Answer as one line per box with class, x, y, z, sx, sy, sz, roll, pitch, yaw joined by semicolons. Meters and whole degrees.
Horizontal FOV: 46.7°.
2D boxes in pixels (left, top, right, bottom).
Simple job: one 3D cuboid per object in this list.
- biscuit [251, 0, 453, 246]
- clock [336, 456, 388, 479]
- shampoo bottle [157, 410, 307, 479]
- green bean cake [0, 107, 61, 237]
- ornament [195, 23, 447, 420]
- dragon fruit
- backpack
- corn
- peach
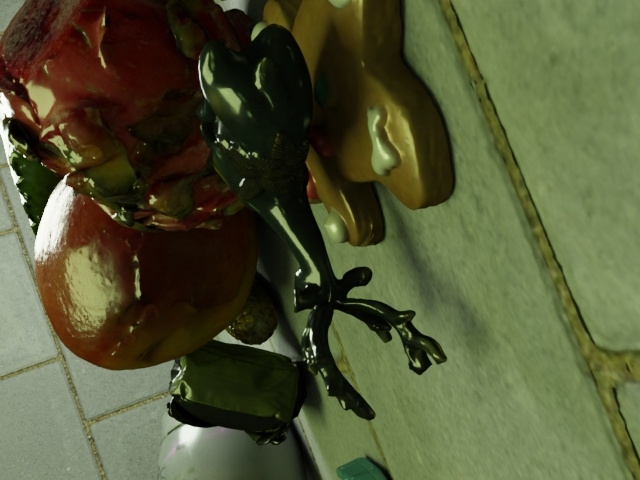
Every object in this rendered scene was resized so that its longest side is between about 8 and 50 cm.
biscuit;-0.001;-0.093;0.583;0.340;0.047;0.216;177;75;-74
clock;0.069;0.336;0.875;0.108;0.045;0.147;161;90;-76
shampoo bottle;-0.170;0.428;1.398;0.273;0.273;0.266;92;161;-55
green bean cake;-0.356;-0.148;1.268;0.335;0.319;0.218;103;148;-57
ornament;0.000;0.000;0.490;0.236;0.080;0.202;64;167;14
dragon fruit;-0.164;-0.137;0.754;0.291;0.269;0.250;38;-179;-40
backpack;-0.125;0.235;1.151;0.253;0.207;0.140;91;-168;-74
corn;-0.137;0.094;1.216;0.293;0.106;0.106;27;135;64
peach;-0.229;0.007;1.022;0.290;0.373;0.372;58;171;-23
